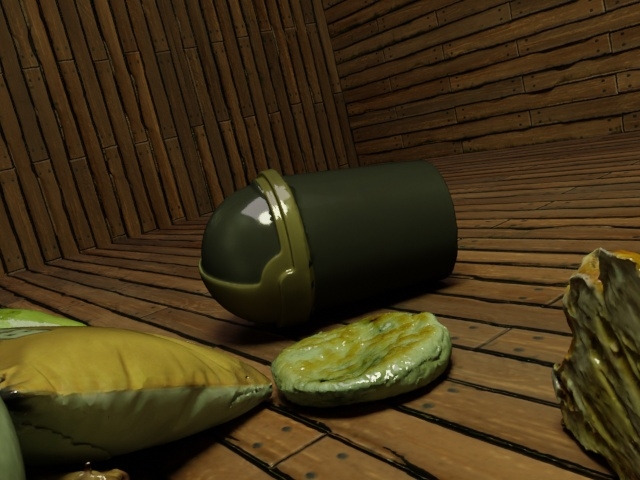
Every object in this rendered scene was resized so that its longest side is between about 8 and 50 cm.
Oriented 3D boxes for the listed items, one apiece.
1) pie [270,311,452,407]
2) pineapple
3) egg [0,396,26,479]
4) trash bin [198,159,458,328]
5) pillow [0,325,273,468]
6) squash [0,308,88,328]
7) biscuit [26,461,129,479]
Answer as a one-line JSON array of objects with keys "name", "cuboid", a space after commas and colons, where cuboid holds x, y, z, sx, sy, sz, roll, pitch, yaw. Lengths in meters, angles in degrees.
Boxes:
[{"name": "pie", "cuboid": [0.041, 0.117, 0.639, 0.186, 0.041, 0.187, -14, 10, 3]}, {"name": "pineapple", "cuboid": [0.209, 0.079, 0.358, 0.114, 0.186, 0.236, -18, -33, 5]}, {"name": "egg", "cuboid": [-0.291, 0.148, 0.287, 0.352, 0.258, 0.258, -18, 8, 26]}, {"name": "trash bin", "cuboid": [0.000, 0.000, 0.862, 0.333, 0.214, 0.214, -11, 10, -11]}, {"name": "pillow", "cuboid": [-0.242, 0.137, 0.566, 0.310, 0.119, 0.312, -6, -12, 27]}, {"name": "squash", "cuboid": [-0.476, 0.154, 0.927, 0.370, 0.118, 0.118, -9, 11, 16]}, {"name": "biscuit", "cuboid": [-0.216, 0.196, 0.458, 0.183, 0.061, 0.118, -7, -21, 9]}]
